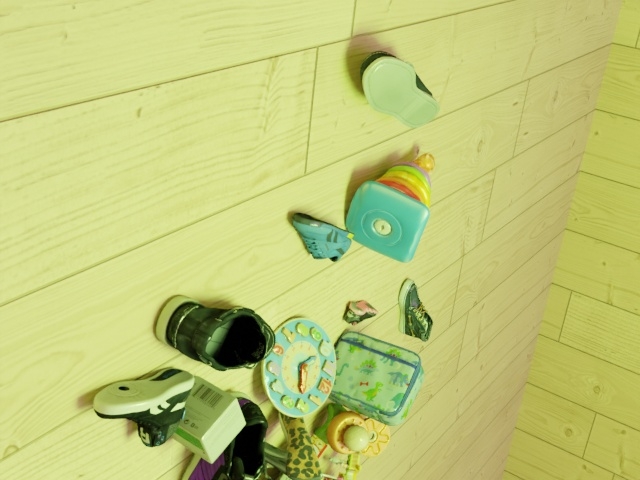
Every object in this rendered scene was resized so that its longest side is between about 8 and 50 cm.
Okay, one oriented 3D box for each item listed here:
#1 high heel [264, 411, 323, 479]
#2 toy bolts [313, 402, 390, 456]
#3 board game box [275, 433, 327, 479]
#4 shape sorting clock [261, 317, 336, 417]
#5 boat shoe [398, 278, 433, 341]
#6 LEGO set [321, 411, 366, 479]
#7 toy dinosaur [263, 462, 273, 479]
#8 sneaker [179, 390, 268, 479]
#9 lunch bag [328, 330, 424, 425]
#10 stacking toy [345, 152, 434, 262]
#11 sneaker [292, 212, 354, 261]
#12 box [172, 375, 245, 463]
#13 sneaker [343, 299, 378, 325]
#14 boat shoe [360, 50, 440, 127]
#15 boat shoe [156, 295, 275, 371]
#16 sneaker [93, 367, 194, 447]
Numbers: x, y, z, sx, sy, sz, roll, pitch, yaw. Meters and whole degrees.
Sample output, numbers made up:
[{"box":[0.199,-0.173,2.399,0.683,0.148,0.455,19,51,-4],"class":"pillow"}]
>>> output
[{"box":[-0.016,0.393,1.823,0.261,0.186,0.093,-48,145,-32],"class":"high heel"},{"box":[0.133,0.424,2.053,0.218,0.158,0.228,31,80,-27],"class":"toy bolts"},{"box":[-0.072,0.539,1.917,0.193,0.045,0.147,-49,174,-30],"class":"board game box"},{"box":[-0.040,0.264,1.780,0.206,0.040,0.206,1,88,-47],"class":"shape sorting clock"},{"box":[0.257,0.185,2.257,0.065,0.083,0.183,-43,142,-38],"class":"boat shoe"},{"box":[0.038,0.572,2.172,0.132,0.107,0.287,-142,-113,-84],"class":"LEGO set"},{"box":[-0.163,0.511,1.787,0.268,0.064,0.118,3,89,-59],"class":"toy dinosaur"},{"box":[-0.176,0.441,1.602,0.102,0.146,0.293,19,89,-35],"class":"sneaker"},{"box":[0.119,0.311,1.967,0.176,0.219,0.090,-58,151,-24],"class":"lunch bag"},{"box":[0.190,-0.112,1.896,0.302,0.165,0.175,-54,166,-45],"class":"stacking toy"},{"box":[0.000,0.000,1.709,0.209,0.069,0.082,23,93,-62],"class":"sneaker"},{"box":[-0.209,0.321,1.535,0.102,0.101,0.087,-48,146,-30],"class":"box"},{"box":[0.093,0.176,2.022,0.119,0.047,0.057,8,117,-57],"class":"sneaker"},{"box":[0.145,-0.314,1.725,0.114,0.091,0.302,-37,155,11],"class":"boat shoe"},{"box":[-0.151,0.179,1.524,0.127,0.113,0.340,-64,151,-8],"class":"boat shoe"},{"box":[-0.289,0.292,1.399,0.217,0.079,0.121,-8,114,-60],"class":"sneaker"}]
